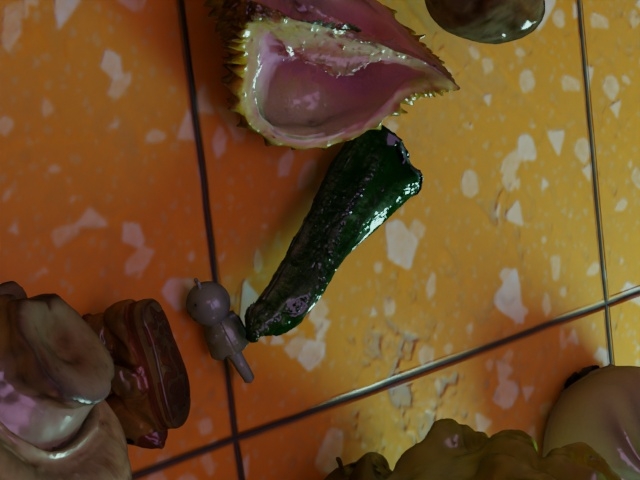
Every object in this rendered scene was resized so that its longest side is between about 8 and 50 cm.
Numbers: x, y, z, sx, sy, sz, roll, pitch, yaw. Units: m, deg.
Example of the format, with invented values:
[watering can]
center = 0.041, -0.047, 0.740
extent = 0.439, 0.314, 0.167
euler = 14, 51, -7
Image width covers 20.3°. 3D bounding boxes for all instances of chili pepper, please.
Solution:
[chili pepper]
center = 0.000, 0.000, 1.439
extent = 0.227, 0.059, 0.088
euler = -52, 125, -34

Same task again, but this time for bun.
[bun]
center = 0.301, 0.206, 1.714
extent = 0.172, 0.120, 0.173
euler = -5, 97, -43

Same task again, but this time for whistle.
[whistle]
center = -0.077, 0.070, 1.393
extent = 0.035, 0.035, 0.100
euler = -45, 123, -33

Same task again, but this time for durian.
[durian]
center = -0.005, -0.153, 1.388
extent = 0.182, 0.132, 0.165
euler = -21, 96, -30

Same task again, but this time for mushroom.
[mushroom]
center = -0.227, 0.117, 1.108
extent = 0.255, 0.184, 0.255
euler = 50, 18, -22

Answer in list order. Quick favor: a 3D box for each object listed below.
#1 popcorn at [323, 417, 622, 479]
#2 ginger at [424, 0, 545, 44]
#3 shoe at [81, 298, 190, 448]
[popcorn]
center = 0.120, 0.300, 1.417
extent = 0.312, 0.312, 0.312
euler = -3, 94, -44
[ginger]
center = 0.132, -0.323, 1.494
extent = 0.244, 0.155, 0.304
euler = -46, 121, -35
[shoe]
center = -0.136, 0.095, 1.316
extent = 0.072, 0.069, 0.109
euler = -66, 145, -52
